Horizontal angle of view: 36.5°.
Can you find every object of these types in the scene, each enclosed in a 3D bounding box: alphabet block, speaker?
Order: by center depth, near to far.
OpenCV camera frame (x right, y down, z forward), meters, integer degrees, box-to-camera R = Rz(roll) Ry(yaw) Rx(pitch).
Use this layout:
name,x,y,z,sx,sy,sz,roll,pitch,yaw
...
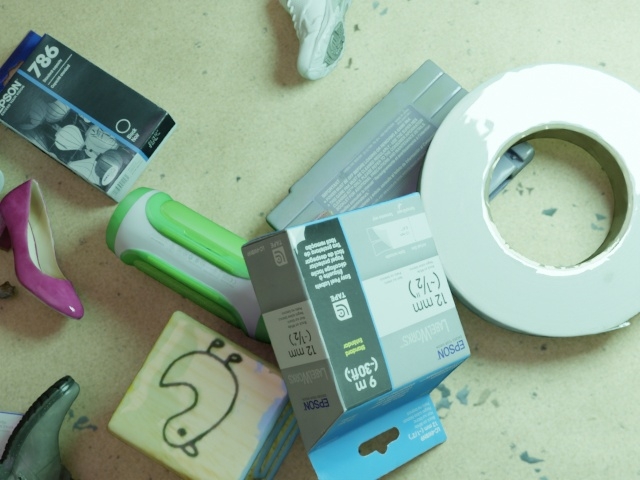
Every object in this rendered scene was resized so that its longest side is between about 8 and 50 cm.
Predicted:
name,x,y,z,sx,sy,sz,roll,pitch,yaw
alphabet block,-0.142,0.235,1.339,0.197,0.193,0.192,27,79,15
speaker,-0.166,0.035,1.430,0.297,0.131,0.131,29,81,15

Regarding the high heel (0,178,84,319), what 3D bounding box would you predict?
name,x,y,z,sx,sy,sz,roll,pitch,yaw
high heel,-0.420,0.013,1.500,0.117,0.082,0.244,-50,61,4

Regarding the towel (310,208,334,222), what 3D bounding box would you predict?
name,x,y,z,sx,sy,sz,roll,pitch,yaw
towel,0.000,0.000,1.418,0.083,0.009,0.060,-42,74,-3

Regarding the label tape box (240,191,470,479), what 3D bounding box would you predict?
name,x,y,z,sx,sy,sz,roll,pitch,yaw
label tape box,0.069,0.132,1.268,0.115,0.249,0.347,-23,85,48

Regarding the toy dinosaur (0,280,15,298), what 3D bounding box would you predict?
name,x,y,z,sx,sy,sz,roll,pitch,yaw
toy dinosaur,-0.582,0.101,1.519,0.212,0.064,0.112,1,57,0

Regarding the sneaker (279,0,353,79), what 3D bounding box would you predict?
name,x,y,z,sx,sy,sz,roll,pitch,yaw
sneaker,-0.015,-0.357,1.544,0.115,0.090,0.232,7,67,17

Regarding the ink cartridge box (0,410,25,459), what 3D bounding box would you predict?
name,x,y,z,sx,sy,sz,roll,pitch,yaw
ink cartridge box,-0.538,0.351,1.443,0.206,0.045,0.208,6,76,9

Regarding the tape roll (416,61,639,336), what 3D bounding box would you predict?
name,x,y,z,sx,sy,sz,roll,pitch,yaw
tape roll,0.329,-0.055,1.369,0.392,0.072,0.391,0,84,-1

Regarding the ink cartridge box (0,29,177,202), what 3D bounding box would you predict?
name,x,y,z,sx,sy,sz,roll,pitch,yaw
ink cartridge box,-0.410,-0.215,1.569,0.333,0.065,0.165,32,82,16

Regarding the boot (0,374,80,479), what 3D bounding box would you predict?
name,x,y,z,sx,sy,sz,roll,pitch,yaw
boot,-0.383,0.332,1.401,0.161,0.083,0.246,37,77,-15

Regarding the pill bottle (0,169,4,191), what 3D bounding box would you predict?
name,x,y,z,sx,sy,sz,roll,pitch,yaw
pill bottle,-0.632,-0.168,1.538,0.162,0.162,0.278,-39,73,-3

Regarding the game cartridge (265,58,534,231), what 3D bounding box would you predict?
name,x,y,z,sx,sy,sz,roll,pitch,yaw
game cartridge,0.115,-0.081,1.456,0.355,0.068,0.230,-44,69,-4
